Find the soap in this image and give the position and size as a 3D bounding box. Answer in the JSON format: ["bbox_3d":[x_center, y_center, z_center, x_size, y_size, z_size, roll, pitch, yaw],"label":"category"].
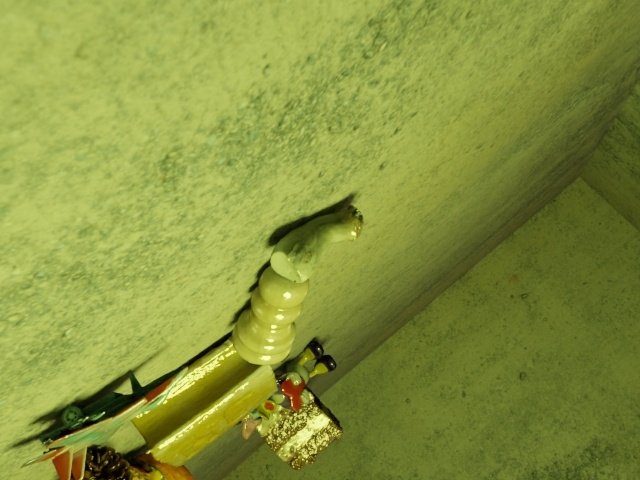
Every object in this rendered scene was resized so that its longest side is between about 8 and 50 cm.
[{"bbox_3d":[-0.280,0.396,1.381,0.335,0.156,0.293,-35,156,-18],"label":"soap"}]

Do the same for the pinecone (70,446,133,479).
[{"bbox_3d":[-0.521,0.563,1.303,0.163,0.163,0.165,-21,135,-44],"label":"pinecone"}]

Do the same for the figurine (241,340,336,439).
[{"bbox_3d":[-0.132,0.521,1.974,0.421,0.154,0.193,-40,-162,-26],"label":"figurine"}]

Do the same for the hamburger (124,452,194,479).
[{"bbox_3d":[-0.505,0.756,1.510,0.330,0.330,0.250,-48,158,24],"label":"hamburger"}]

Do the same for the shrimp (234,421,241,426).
[{"bbox_3d":[-0.237,0.614,2.117,0.251,0.052,0.143,-37,166,-9],"label":"shrimp"}]

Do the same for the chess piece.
[{"bbox_3d":[-0.098,0.146,1.207,0.142,0.143,0.261,-23,149,-40],"label":"chess piece"}]

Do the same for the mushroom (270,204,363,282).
[{"bbox_3d":[-0.003,-0.003,1.096,0.223,0.092,0.081,-35,146,-37],"label":"mushroom"}]

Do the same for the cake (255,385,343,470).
[{"bbox_3d":[-0.095,0.714,2.206,0.255,0.290,0.282,-39,176,-7],"label":"cake"}]

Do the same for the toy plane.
[{"bbox_3d":[-0.403,0.335,1.081,0.326,0.104,0.223,-41,163,-9],"label":"toy plane"}]
